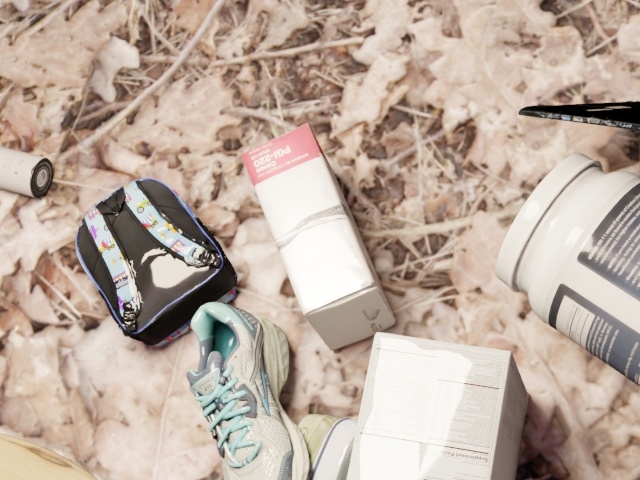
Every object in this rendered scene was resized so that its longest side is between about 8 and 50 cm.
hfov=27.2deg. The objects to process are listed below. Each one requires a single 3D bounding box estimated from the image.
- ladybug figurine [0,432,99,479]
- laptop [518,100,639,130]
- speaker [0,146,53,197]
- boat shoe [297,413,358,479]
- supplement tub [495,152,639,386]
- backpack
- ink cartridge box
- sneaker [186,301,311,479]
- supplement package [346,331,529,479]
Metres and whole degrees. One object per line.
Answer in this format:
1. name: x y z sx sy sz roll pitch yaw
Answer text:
1. ladybug figurine: -0.352 0.384 1.488 0.449 0.162 0.305 22 79 21
2. laptop: 0.382 -0.069 1.422 0.264 0.234 0.136 14 105 45
3. speaker: -0.422 -0.097 1.733 0.136 0.055 0.055 14 75 18
4. boat shoe: -0.024 0.336 1.469 0.094 0.109 0.302 11 69 43
5. supplement tub: 0.346 0.046 1.414 0.272 0.191 0.191 35 83 22
6. backpack: -0.204 0.021 1.602 0.158 0.117 0.173 -38 67 -1
7. ink cartridge box: 0.000 0.000 1.536 0.092 0.158 0.218 -25 67 3
8. sneaker: -0.098 0.190 1.475 0.110 0.122 0.283 -34 45 21
9. supplement package: 0.126 0.227 1.404 0.149 0.194 0.203 7 72 17
